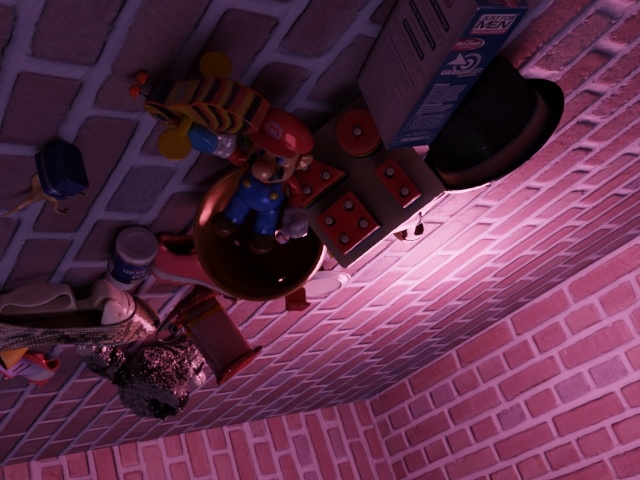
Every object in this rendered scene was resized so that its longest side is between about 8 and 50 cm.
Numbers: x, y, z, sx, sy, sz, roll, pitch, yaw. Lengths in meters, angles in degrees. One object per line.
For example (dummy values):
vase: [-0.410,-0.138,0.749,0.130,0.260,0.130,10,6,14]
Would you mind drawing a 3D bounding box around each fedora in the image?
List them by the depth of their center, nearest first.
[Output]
fedora: [0.317,-0.255,1.417,0.334,0.334,0.152,-29,122,20]

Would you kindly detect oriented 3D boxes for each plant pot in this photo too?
plant pot: [-0.110,-0.015,1.559,0.291,0.291,0.203,-24,173,11]
plant pot: [-0.784,0.245,1.769,0.095,0.134,0.134,-36,167,-31]

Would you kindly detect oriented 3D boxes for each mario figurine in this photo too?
mario figurine: [-0.117,-0.101,1.299,0.198,0.170,0.320,-1,139,-25]

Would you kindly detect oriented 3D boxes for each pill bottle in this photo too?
pill bottle: [-0.440,0.048,1.624,0.094,0.094,0.169,-5,152,-30]

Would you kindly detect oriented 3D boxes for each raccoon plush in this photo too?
raccoon plush: [-0.515,0.338,2.181,0.216,0.299,0.446,-13,128,22]

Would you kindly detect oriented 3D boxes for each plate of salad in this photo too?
plate of salad: [-0.004,0.126,2.189,0.200,0.048,0.200,-7,154,-3]

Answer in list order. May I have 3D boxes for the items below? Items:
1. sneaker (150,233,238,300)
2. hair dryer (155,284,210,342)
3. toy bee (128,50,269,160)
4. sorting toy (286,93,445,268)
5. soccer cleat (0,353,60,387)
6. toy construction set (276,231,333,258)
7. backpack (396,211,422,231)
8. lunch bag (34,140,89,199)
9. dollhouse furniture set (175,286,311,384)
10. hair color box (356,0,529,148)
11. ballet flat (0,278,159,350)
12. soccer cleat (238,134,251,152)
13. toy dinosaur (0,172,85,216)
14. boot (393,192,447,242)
sneaker: [-0.255,0.053,1.674,0.314,0.116,0.136,7,142,-3]
hair dryer: [-0.328,0.157,1.865,0.223,0.080,0.293,-43,161,-39]
toy bee: [-0.229,-0.212,1.153,0.162,0.195,0.298,34,138,-32]
sorting toy: [0.063,-0.121,1.373,0.257,0.255,0.089,-39,170,10]
soccer cleat: [-0.847,0.350,2.006,0.095,0.083,0.248,-49,151,-7]
toy construction set: [0.000,0.000,1.784,0.327,0.151,0.215,-13,-173,12]
backpack: [0.103,-0.128,1.548,0.276,0.213,0.263,-20,147,6]
lunch bag: [-0.461,-0.118,1.247,0.065,0.098,0.067,-24,161,16]
dollhouse furniture set: [-0.166,0.174,1.802,0.374,0.201,0.152,-35,171,-27]
hair color box: [0.192,-0.329,1.202,0.105,0.174,0.347,-9,154,-25]
ballet flat: [-0.610,0.173,1.713,0.483,0.164,0.182,-1,135,-32]
soccer cleat: [-0.126,-0.213,1.366,0.072,0.060,0.179,-44,153,-7]
toy dinosaur: [-0.516,-0.094,1.339,0.183,0.053,0.092,-34,138,13]
boot: [0.274,-0.085,1.892,0.207,0.090,0.248,-30,151,27]
